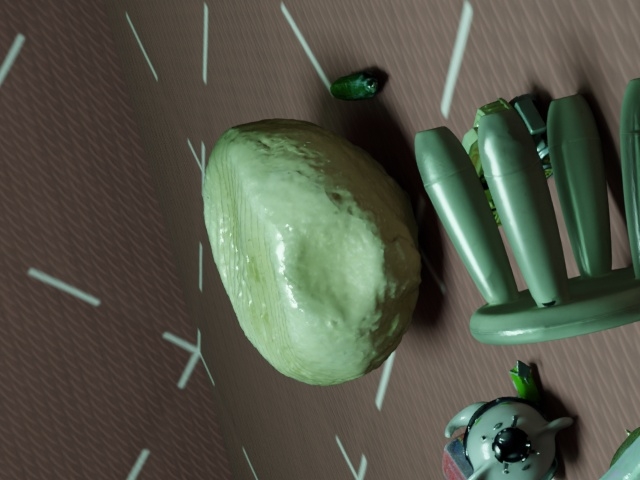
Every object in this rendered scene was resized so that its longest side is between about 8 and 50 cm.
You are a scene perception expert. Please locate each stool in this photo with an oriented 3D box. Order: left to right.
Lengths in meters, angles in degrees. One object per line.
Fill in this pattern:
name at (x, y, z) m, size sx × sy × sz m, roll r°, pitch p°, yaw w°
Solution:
stool at (0.208, -0.026, 1.221) m, size 0.195 × 0.195 × 0.198 m, roll 172°, pitch 85°, yaw -73°

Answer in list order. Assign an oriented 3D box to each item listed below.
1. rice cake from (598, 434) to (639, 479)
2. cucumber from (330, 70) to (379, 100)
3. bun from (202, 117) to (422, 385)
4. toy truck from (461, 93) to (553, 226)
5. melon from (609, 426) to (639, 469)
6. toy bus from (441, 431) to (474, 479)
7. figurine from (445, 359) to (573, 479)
rice cake at (0.309, 0.167, 1.157) m, size 0.226 × 0.040 × 0.085 m, roll -54°, pitch 49°, yaw 24°
cucumber at (0.050, -0.194, 1.783) m, size 0.155 × 0.037 × 0.037 m, roll -169°, pitch 62°, yaw -72°
bun at (0.000, 0.000, 1.806) m, size 0.352 × 0.227 × 0.349 m, roll 47°, pitch 150°, yaw 48°
toy truck at (0.172, -0.074, 1.417) m, size 0.169 × 0.100 × 0.077 m, roll 106°, pitch 144°, yaw -60°
melon at (0.321, 0.228, 1.247) m, size 0.167 × 0.114 × 0.114 m, roll 54°, pitch 155°, yaw 38°
toy bus at (0.215, 0.312, 1.712) m, size 0.192 × 0.077 × 0.065 m, roll -127°, pitch 27°, yaw -45°
figurine at (0.210, 0.227, 1.575) m, size 0.126 × 0.147 × 0.192 m, roll 49°, pitch 177°, yaw 11°
